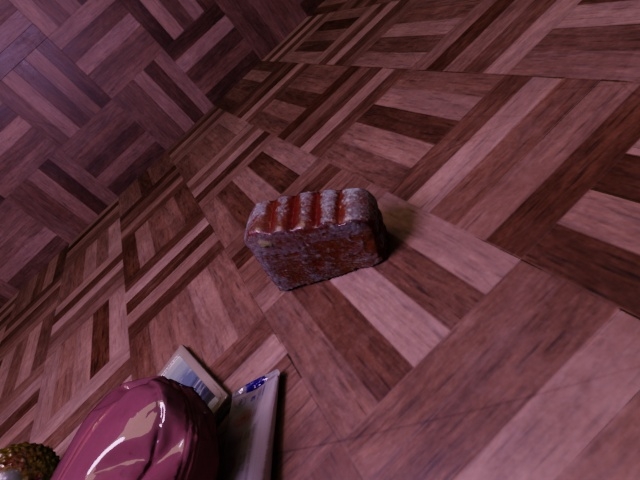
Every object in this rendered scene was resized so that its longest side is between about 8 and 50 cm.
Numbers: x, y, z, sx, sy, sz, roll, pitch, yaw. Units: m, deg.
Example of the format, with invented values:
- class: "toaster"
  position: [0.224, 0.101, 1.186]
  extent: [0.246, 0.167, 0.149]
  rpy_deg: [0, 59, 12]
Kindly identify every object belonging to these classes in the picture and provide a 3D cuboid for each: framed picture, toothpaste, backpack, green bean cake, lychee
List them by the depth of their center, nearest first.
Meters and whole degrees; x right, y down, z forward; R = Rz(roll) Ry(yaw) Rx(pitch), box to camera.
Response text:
- class: "backpack"
  position: [-0.246, 0.339, 0.579]
  extent: [0.283, 0.197, 0.317]
  rpy_deg: [-9, 55, 44]
- class: "toothpaste"
  position: [-0.100, 0.314, 0.588]
  extent: [0.100, 0.066, 0.323]
  rpy_deg: [-33, 29, 18]
- class: "green bean cake"
  position: [0.000, 0.000, 0.781]
  extent: [0.233, 0.198, 0.097]
  rpy_deg: [-9, 52, 19]
- class: "framed picture"
  position: [-0.310, 0.367, 0.787]
  extent: [0.335, 0.022, 0.247]
  rpy_deg: [-53, 33, -15]
- class: "lychee"
  position: [-0.574, 0.463, 0.844]
  extent: [0.171, 0.171, 0.171]
  rpy_deg: [-28, 35, 22]
